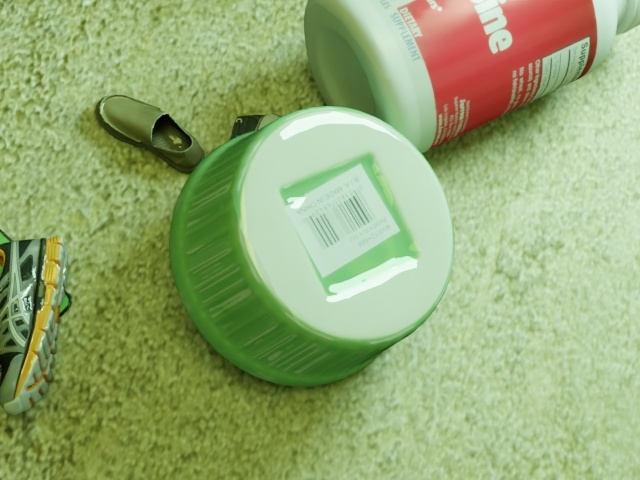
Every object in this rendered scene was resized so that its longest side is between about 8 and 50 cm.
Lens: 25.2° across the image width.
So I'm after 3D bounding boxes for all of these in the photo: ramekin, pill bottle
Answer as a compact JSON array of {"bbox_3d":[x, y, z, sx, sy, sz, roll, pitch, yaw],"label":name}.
[{"bbox_3d":[0.000,0.000,1.579,0.303,0.148,0.303,8,72,-25],"label":"ramekin"},{"bbox_3d":[0.204,-0.269,1.728,0.407,0.229,0.229,-26,72,-17],"label":"pill bottle"}]

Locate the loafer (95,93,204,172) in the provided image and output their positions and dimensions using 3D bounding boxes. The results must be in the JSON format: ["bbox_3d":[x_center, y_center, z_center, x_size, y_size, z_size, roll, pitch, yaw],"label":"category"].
[{"bbox_3d":[-0.203,-0.137,1.718,0.148,0.050,0.056,28,66,5],"label":"loafer"}]

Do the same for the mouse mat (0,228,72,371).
[{"bbox_3d":[-0.398,0.058,1.635,0.189,0.007,0.152,42,69,10],"label":"mouse mat"}]

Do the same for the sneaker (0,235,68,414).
[{"bbox_3d":[-0.333,0.092,1.585,0.083,0.084,0.215,5,57,-2],"label":"sneaker"}]

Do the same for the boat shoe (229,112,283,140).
[{"bbox_3d":[-0.104,-0.050,1.684,0.076,0.080,0.229,9,71,23],"label":"boat shoe"}]
